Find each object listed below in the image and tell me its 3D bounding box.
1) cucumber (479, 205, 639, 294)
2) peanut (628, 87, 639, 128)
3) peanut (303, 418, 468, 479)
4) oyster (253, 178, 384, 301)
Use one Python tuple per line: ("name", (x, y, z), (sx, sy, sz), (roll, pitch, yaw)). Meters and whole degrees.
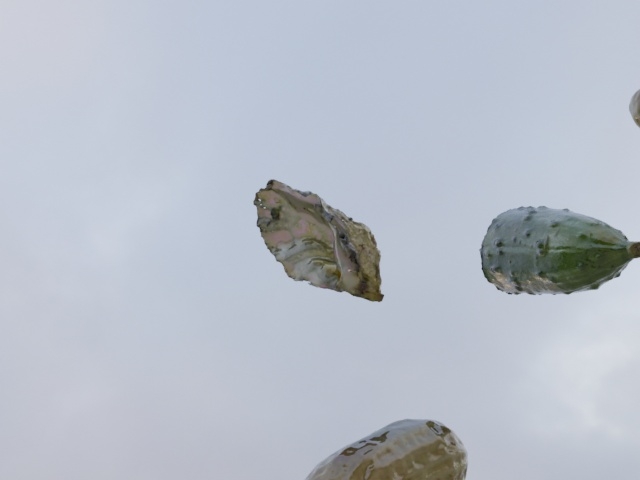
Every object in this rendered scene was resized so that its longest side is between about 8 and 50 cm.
("cucumber", (0.331, 0.016, 0.763), (0.134, 0.134, 0.244), (-3, -2, -16))
("peanut", (0.692, -0.219, 1.037), (0.148, 0.319, 0.147), (-7, -59, -12))
("peanut", (0.054, 0.217, 0.514), (0.194, 0.083, 0.093), (-9, 3, -33))
("oyster", (-0.003, -0.009, 0.741), (0.072, 0.209, 0.132), (-20, -60, -45))
